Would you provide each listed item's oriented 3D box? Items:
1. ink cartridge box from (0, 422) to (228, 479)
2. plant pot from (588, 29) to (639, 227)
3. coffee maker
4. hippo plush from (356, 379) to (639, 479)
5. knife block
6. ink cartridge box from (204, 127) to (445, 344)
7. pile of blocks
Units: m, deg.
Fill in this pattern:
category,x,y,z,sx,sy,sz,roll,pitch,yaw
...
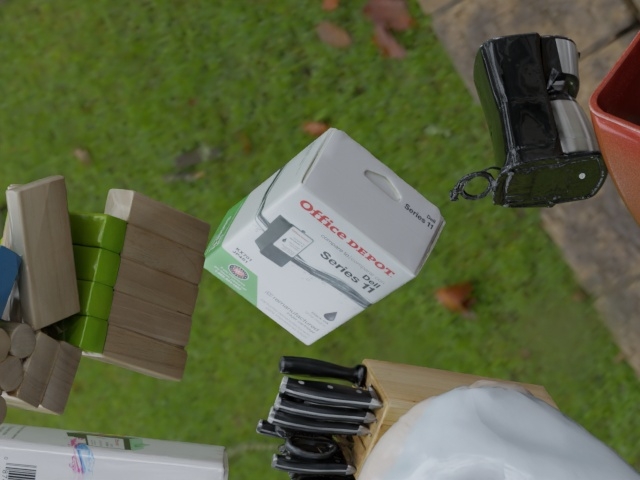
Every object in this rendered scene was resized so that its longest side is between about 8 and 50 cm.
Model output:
category,x,y,z,sx,sy,sz,roll,pitch,yaw
ink cartridge box,-0.234,0.289,1.518,0.278,0.117,0.201,6,92,-2
plant pot,0.438,-0.096,1.540,0.267,0.267,0.236,26,153,25
coffee maker,0.223,-0.137,1.773,0.120,0.171,0.178,124,143,-49
hippo plush,0.159,0.114,0.447,0.236,0.294,0.234,-34,117,12
knife block,0.083,0.169,1.575,0.242,0.275,0.088,60,-179,-33
ink cartridge box,0.000,0.000,1.586,0.153,0.087,0.208,38,142,-12
pile of blocks,-0.215,0.041,0.917,0.112,0.362,0.149,5,104,33
